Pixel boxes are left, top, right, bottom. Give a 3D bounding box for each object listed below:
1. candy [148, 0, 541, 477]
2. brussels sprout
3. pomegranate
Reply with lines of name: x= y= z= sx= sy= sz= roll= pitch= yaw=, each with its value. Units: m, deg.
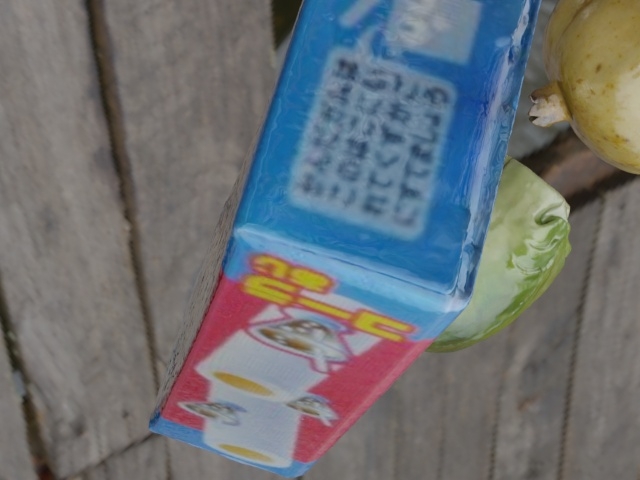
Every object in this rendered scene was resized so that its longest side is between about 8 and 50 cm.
candy: x=-0.001 y=0.000 z=0.688 sx=0.306 sy=0.100 sz=0.157 roll=118 pitch=-11 yaw=-66
brussels sprout: x=0.108 y=0.012 z=1.127 sx=0.161 sy=0.144 sz=0.180 roll=23 pitch=108 yaw=-36
pomegranate: x=0.456 y=-0.252 z=2.079 sx=0.342 sy=0.342 sz=0.342 roll=-26 pitch=139 yaw=-25
